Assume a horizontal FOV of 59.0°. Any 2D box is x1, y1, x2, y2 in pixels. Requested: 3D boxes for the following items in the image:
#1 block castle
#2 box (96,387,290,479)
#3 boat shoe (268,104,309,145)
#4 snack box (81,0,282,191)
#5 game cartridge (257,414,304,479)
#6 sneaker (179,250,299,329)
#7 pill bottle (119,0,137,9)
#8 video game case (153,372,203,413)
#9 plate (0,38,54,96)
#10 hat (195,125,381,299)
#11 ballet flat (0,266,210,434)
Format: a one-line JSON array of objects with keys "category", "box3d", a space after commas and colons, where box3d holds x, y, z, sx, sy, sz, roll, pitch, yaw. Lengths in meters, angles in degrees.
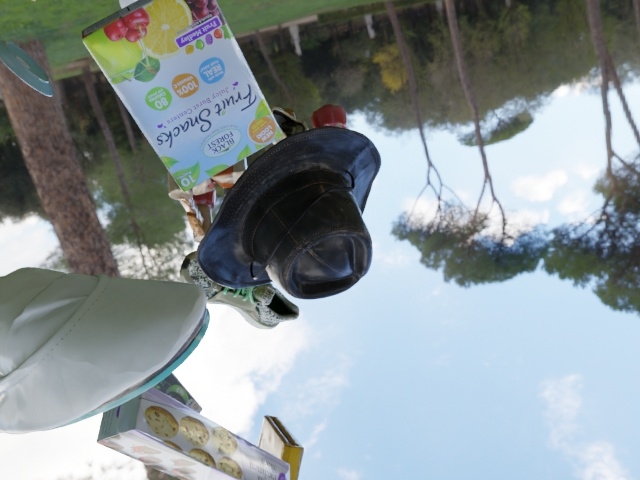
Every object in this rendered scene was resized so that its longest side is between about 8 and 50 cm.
[{"category": "block castle", "box3d": [-0.147, -0.176, 1.416, 0.453, 0.303, 0.213, -10, -119, 0]}, {"category": "box", "box3d": [-0.153, 0.288, 0.761, 0.063, 0.324, 0.067, -23, -137, 21]}, {"category": "boat shoe", "box3d": [-0.053, -0.201, 1.061, 0.072, 0.068, 0.190, 2, 172, 35]}, {"category": "snack box", "box3d": [-0.105, -0.123, 0.455, 0.100, 0.141, 0.037, -30, -145, -4]}, {"category": "game cartridge", "box3d": [-0.129, 0.620, 1.375, 0.053, 0.323, 0.285, 16, 173, -15]}, {"category": "sneaker", "box3d": [-0.215, 0.139, 1.646, 0.182, 0.410, 0.158, -8, -120, 45]}, {"category": "pill bottle", "box3d": [-0.282, -0.400, 1.007, 0.121, 0.121, 0.216, -17, 157, -6]}, {"category": "video game case", "box3d": [-0.317, 0.289, 1.038, 0.022, 0.190, 0.173, -37, -176, 21]}, {"category": "plate", "box3d": [-0.741, -0.442, 1.420, 0.024, 0.188, 0.188, -40, -162, 4]}, {"category": "hat", "box3d": [0.000, 0.000, 0.796, 0.331, 0.331, 0.134, -26, -120, -30]}, {"category": "ballet flat", "box3d": [-0.272, 0.097, 0.503, 0.400, 0.139, 0.139, -23, -169, 34]}]
